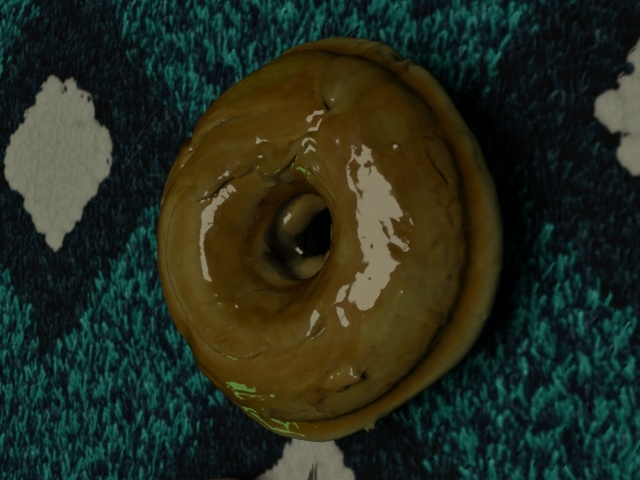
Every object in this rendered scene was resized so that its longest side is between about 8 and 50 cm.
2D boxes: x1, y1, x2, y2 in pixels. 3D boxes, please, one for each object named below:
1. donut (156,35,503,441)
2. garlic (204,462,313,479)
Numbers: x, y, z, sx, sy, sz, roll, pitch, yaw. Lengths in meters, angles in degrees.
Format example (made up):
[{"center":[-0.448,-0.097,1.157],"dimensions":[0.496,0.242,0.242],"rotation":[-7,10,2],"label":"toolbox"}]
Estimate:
[{"center":[0.000,0.000,1.489],"dimensions":[0.449,0.198,0.448],"rotation":[-1,89,38],"label":"donut"},{"center":[-0.122,0.347,1.637],"dimensions":[0.128,0.148,0.266],"rotation":[-107,38,-64],"label":"garlic"}]
